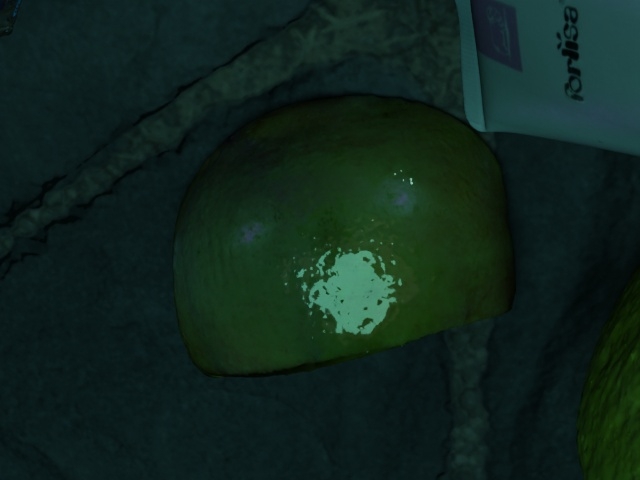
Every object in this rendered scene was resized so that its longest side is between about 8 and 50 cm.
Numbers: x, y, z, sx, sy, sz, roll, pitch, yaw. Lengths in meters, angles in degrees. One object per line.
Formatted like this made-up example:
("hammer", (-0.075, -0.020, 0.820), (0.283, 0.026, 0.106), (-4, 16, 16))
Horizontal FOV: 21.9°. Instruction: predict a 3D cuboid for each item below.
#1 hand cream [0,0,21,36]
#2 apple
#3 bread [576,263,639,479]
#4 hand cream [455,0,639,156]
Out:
("hand cream", (-0.210, -0.172, 1.110), (0.062, 0.163, 0.039), (-5, 119, 14))
("apple", (0.000, 0.000, 1.176), (0.265, 0.120, 0.193), (-12, 100, 15))
("bread", (0.359, 0.099, 1.033), (0.308, 0.348, 0.348), (38, 117, -19))
("hand cream", (0.196, -0.119, 0.998), (0.358, 0.118, 0.185), (22, 131, 49))
